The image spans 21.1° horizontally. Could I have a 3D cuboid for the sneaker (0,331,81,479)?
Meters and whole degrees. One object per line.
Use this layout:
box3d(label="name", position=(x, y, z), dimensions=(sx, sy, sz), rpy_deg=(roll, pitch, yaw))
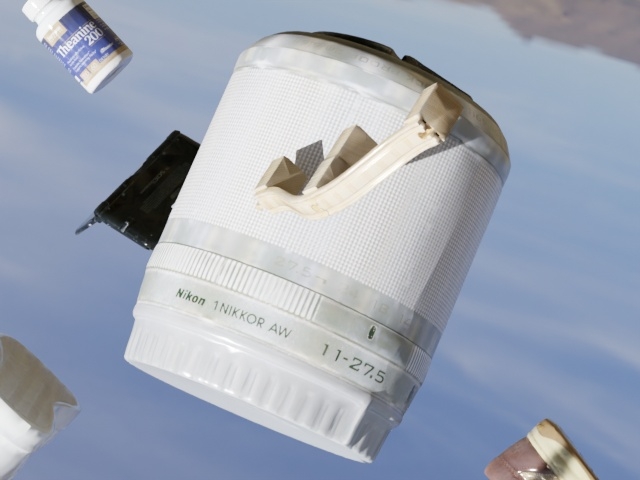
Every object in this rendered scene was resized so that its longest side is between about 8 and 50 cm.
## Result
box3d(label="sneaker", position=(-0.302, 0.178, 1.477), dimensions=(0.108, 0.169, 0.292), rpy_deg=(42, -178, -2))

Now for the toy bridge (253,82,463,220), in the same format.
box3d(label="toy bridge", position=(0.012, -0.043, 1.073), dimensions=(0.026, 0.063, 0.188), rpy_deg=(43, 146, -18))

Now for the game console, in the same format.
box3d(label="game console", position=(-0.157, -0.038, 1.615), dimensions=(0.107, 0.071, 0.122), rpy_deg=(31, -119, 19))

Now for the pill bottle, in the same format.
box3d(label="pill bottle", position=(-0.269, -0.225, 1.885), dimensions=(0.120, 0.067, 0.067), rpy_deg=(46, -167, -1))

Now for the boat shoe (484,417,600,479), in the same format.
box3d(label="boat shoe", position=(0.306, 0.367, 1.901), dimensions=(0.342, 0.123, 0.123), rpy_deg=(55, -177, 6))

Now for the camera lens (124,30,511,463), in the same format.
box3d(label="camera lens", position=(0.000, 0.000, 1.263), dimensions=(0.219, 0.274, 0.219), rpy_deg=(23, 171, 4))
